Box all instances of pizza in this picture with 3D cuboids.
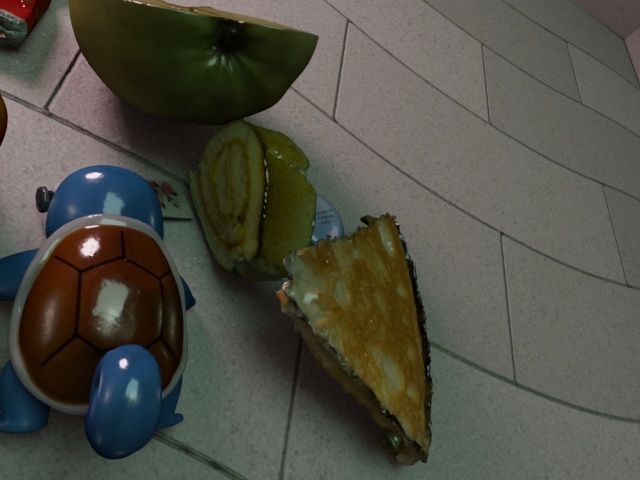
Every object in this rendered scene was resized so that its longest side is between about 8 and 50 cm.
[{"bbox_3d":[0.097,0.161,0.949,0.435,0.080,0.392,-24,92,-59],"label":"pizza"}]

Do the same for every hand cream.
[{"bbox_3d":[-0.303,-0.061,0.882,0.234,0.050,0.080,-5,60,-45],"label":"hand cream"}]

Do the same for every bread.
[{"bbox_3d":[-0.105,-0.055,0.927,0.124,0.186,0.257,3,70,-48],"label":"bread"}]

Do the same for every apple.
[{"bbox_3d":[-0.197,-0.324,0.924,0.311,0.320,0.360,52,-4,-36],"label":"apple"}]

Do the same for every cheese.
[{"bbox_3d":[0.000,0.000,1.056,0.135,0.052,0.244,-12,70,-38],"label":"cheese"}]

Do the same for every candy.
[{"bbox_3d":[-0.491,-0.386,0.944,0.086,0.059,0.292,24,49,-21],"label":"candy"}]

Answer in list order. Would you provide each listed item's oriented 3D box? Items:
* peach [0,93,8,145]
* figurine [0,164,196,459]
[{"bbox_3d":[-0.504,-0.142,0.648,0.281,0.238,0.281,1,52,-1],"label":"peach"},{"bbox_3d":[-0.272,0.099,0.701,0.298,0.243,0.416,3,40,-25],"label":"figurine"}]
